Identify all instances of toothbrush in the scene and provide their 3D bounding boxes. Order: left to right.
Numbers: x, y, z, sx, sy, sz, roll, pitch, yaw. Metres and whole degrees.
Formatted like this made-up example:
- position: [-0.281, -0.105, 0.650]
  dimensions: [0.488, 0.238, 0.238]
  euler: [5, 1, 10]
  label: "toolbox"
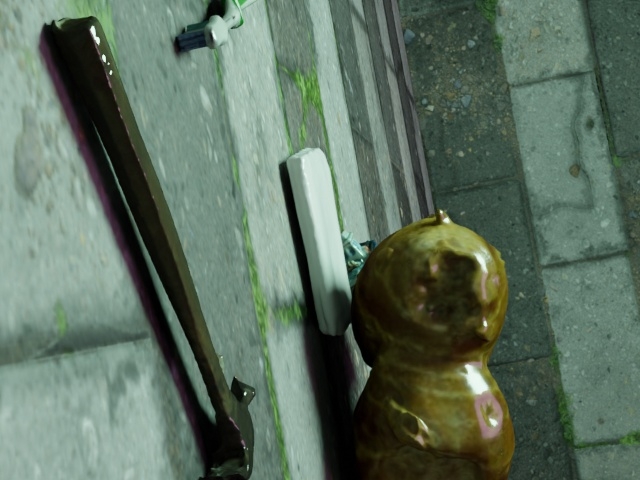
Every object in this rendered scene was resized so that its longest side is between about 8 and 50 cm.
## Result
- position: [-0.069, -0.188, 0.902]
  dimensions: [0.304, 0.030, 0.030]
  euler: [-74, 152, -69]
  label: "toothbrush"

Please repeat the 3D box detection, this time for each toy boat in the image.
- position: [0.037, 0.022, 1.231]
  dimensions: [0.066, 0.059, 0.140]
  euler: [52, 15, -5]
  label: "toy boat"

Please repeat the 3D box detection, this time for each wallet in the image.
- position: [0.000, 0.000, 1.100]
  dimensions: [0.124, 0.031, 0.183]
  euler: [-48, 129, -78]
  label: "wallet"

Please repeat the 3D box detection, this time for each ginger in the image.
- position: [0.098, 0.149, 1.107]
  dimensions: [0.274, 0.152, 0.358]
  euler: [-175, -94, -83]
  label: "ginger"

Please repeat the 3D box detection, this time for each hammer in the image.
- position: [-0.085, 0.013, 0.616]
  dimensions: [0.125, 0.027, 0.297]
  euler: [-93, 169, -60]
  label: "hammer"
